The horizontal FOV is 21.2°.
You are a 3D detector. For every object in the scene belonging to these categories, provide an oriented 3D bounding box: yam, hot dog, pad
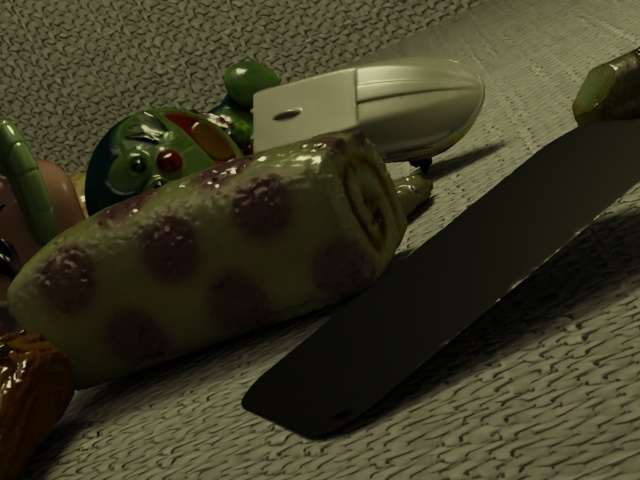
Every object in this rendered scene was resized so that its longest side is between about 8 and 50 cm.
[{"bbox_3d":[0.319,-0.161,1.717,0.147,0.069,0.070,-23,10,1],"label":"yam"},{"bbox_3d":[-0.303,0.156,1.429,0.196,0.122,0.272,-22,12,15],"label":"hot dog"},{"bbox_3d":[0.113,0.038,1.319,0.375,0.063,0.315,-38,13,-12],"label":"pad"}]

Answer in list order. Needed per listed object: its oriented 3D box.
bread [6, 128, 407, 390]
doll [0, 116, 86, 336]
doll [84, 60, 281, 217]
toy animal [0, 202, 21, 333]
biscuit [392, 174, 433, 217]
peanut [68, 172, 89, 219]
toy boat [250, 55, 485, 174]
[{"bbox_3d":[-0.104,0.013,1.577,0.338,0.155,0.187,-21,12,18],"label":"bread"},{"bbox_3d":[-0.379,-0.005,1.992,0.216,0.268,0.284,-21,7,-30],"label":"doll"},{"bbox_3d":[-0.152,-0.074,2.044,0.322,0.198,0.186,-27,-20,-39],"label":"doll"},{"bbox_3d":[-0.270,0.070,1.793,0.324,0.195,0.090,16,29,31],"label":"toy animal"},{"bbox_3d":[-0.001,-0.002,1.747,0.290,0.038,0.141,-27,10,-12],"label":"biscuit"},{"bbox_3d":[-0.348,-0.015,2.392,0.153,0.140,0.325,-50,25,-24],"label":"peanut"},{"bbox_3d":[0.056,-0.130,1.963,0.270,0.140,0.141,-5,12,4],"label":"toy boat"}]
